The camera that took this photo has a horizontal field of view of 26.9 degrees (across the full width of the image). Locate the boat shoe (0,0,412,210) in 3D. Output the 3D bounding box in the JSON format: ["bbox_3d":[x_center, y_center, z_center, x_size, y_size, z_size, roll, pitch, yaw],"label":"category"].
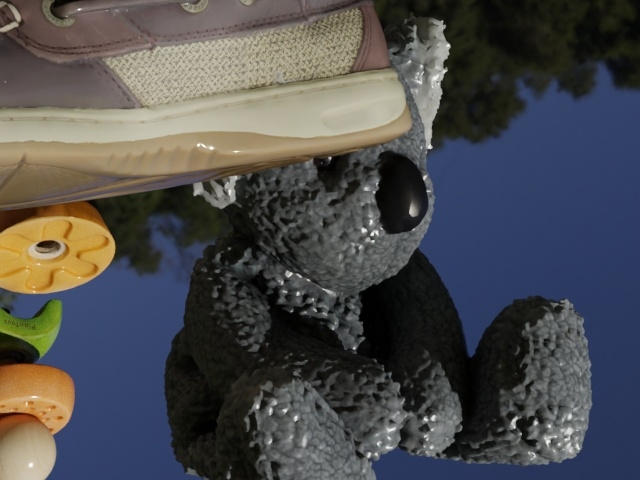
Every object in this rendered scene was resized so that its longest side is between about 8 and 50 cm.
[{"bbox_3d":[-0.090,-0.063,0.476,0.285,0.092,0.103,-9,176,-36],"label":"boat shoe"}]

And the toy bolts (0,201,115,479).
[{"bbox_3d":[-0.263,0.080,0.984,0.218,0.228,0.159,-45,-132,37],"label":"toy bolts"}]

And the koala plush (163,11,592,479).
[{"bbox_3d":[0.000,0.000,0.656,0.196,0.221,0.203,-13,-166,-29],"label":"koala plush"}]
